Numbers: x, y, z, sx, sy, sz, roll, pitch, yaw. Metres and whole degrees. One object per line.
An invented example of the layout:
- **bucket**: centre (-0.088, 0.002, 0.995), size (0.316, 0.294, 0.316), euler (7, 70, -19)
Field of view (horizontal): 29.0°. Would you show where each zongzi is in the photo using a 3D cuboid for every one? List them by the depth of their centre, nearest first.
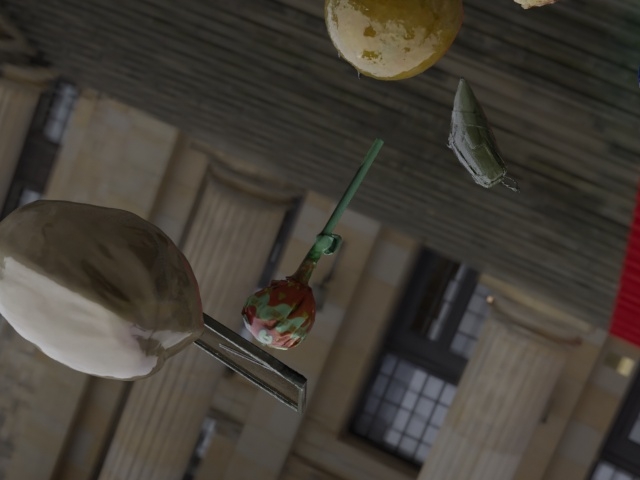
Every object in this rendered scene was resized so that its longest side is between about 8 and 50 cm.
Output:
- **zongzi**: centre (0.231, -0.141, 1.753), size (0.062, 0.130, 0.154), euler (-18, -131, -14)

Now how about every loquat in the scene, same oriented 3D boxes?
- **loquat**: centre (0.118, -0.378, 2.057), size (0.244, 0.244, 0.244), euler (21, -167, -5)

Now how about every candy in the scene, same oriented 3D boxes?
- **candy**: centre (-0.001, 0.000, 1.492), size (0.084, 0.287, 0.078), euler (27, 175, 15)

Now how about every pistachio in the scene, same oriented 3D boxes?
- **pistachio**: centre (-0.294, 0.052, 1.559), size (0.332, 0.207, 0.226), euler (21, -173, 21)

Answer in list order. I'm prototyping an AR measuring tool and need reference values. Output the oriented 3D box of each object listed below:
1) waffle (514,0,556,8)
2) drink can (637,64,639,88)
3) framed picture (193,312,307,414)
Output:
- **waffle**: centre (0.263, -0.285, 1.227), size (0.148, 0.042, 0.102), euler (-10, -143, 24)
- **drink can**: centre (0.545, -0.263, 1.790), size (0.118, 0.118, 0.205), euler (22, 164, 0)
- **framed picture**: centre (-0.133, 0.187, 1.987), size (0.260, 0.023, 0.189), euler (31, 161, 11)
